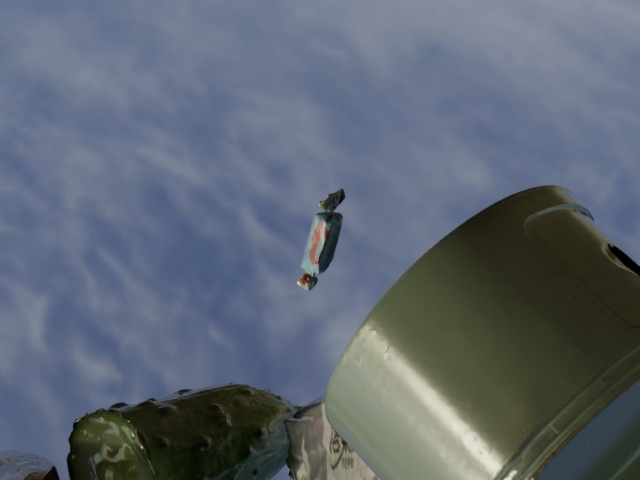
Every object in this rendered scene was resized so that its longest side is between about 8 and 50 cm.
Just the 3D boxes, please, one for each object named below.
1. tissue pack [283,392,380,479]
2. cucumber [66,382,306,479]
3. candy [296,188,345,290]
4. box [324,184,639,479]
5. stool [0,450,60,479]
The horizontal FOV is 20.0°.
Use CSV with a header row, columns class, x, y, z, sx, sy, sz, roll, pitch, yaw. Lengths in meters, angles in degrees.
class,x,y,z,sx,sy,sz,roll,pitch,yaw
tissue pack,0.198,0.172,1.534,0.394,0.124,0.288,-2,169,-19
cucumber,-0.098,0.185,1.634,0.244,0.134,0.134,-13,-146,-39
candy,0.000,0.000,1.309,0.020,0.083,0.030,31,-152,28
box,0.136,0.096,1.188,0.226,0.226,0.149,-26,-120,-34
stool,-0.342,0.294,1.539,0.272,0.178,0.272,-10,-173,1
